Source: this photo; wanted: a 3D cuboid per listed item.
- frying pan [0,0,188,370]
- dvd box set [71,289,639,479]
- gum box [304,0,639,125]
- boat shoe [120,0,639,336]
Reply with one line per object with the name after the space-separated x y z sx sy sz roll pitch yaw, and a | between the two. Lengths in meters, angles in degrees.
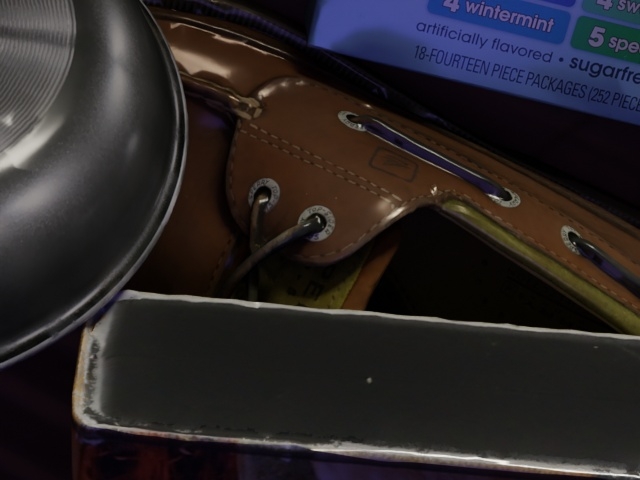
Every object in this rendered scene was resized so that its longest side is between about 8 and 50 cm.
-0.176 -0.087 0.494 0.326 0.197 0.053 45 147 20 | frying pan
0.066 0.206 0.578 0.307 0.062 0.420 6 128 -3 | dvd box set
0.092 -0.131 0.519 0.157 0.041 0.184 13 110 -6 | gum box
0.000 0.000 0.534 0.307 0.104 0.111 15 110 -7 | boat shoe
